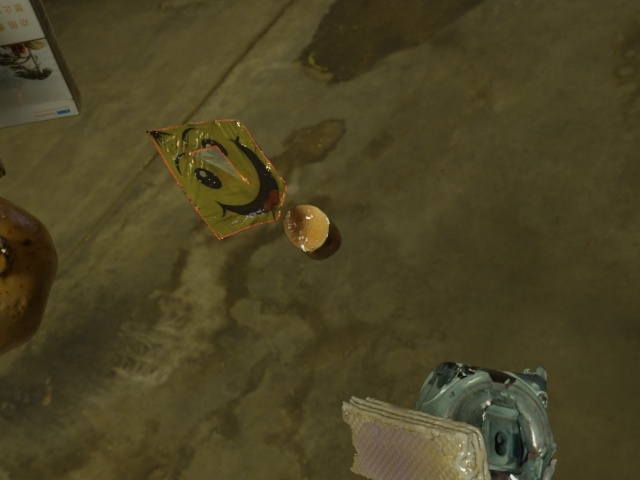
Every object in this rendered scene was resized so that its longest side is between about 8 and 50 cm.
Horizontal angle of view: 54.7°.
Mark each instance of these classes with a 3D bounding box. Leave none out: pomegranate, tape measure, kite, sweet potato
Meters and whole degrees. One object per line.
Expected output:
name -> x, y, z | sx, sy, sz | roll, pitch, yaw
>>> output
pomegranate -> -0.711, 0.064, 1.226 | 0.411, 0.410, 0.410 | -14, 46, 15
tape measure -> 0.296, 0.354, 1.136 | 0.257, 0.147, 0.274 | 11, 74, -13
kite -> -0.212, -0.148, 1.290 | 0.013, 0.328, 0.377 | -42, 30, 38
sweet potato -> 0.000, -0.003, 1.687 | 0.131, 0.337, 0.131 | -3, 78, 14

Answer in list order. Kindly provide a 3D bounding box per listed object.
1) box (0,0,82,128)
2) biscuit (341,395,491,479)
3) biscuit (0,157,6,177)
box -> -0.490, -0.294, 0.975 | 0.150, 0.233, 0.067 | -10, 48, -3
biscuit -> 0.122, 0.281, 0.834 | 0.062, 0.108, 0.239 | -12, 5, -37
biscuit -> -0.653, -0.135, 1.076 | 0.179, 0.281, 0.084 | 2, 91, -6
